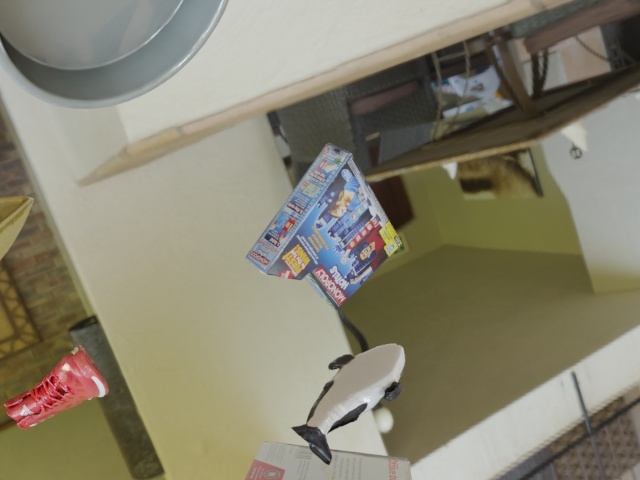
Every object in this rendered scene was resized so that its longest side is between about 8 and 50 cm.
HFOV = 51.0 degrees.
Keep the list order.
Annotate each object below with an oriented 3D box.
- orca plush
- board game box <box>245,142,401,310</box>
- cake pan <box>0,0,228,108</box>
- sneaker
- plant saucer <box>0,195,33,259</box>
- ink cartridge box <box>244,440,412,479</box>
[{"bbox_3d":[0.068,0.304,1.220,0.151,0.102,0.287,8,-148,23],"label":"orca plush"},{"bbox_3d":[0.000,0.000,0.952,0.194,0.194,0.060,-43,-139,-12],"label":"board game box"},{"bbox_3d":[-0.211,-0.271,0.688,0.293,0.054,0.293,-39,158,-19],"label":"cake pan"},{"bbox_3d":[-0.407,0.239,1.027,0.128,0.087,0.221,-32,171,-32],"label":"sneaker"},{"bbox_3d":[-0.533,0.043,0.761,0.333,0.080,0.333,-5,-160,-2],"label":"plant saucer"},{"bbox_3d":[0.015,0.492,1.275,0.306,0.131,0.226,6,-177,6],"label":"ink cartridge box"}]
